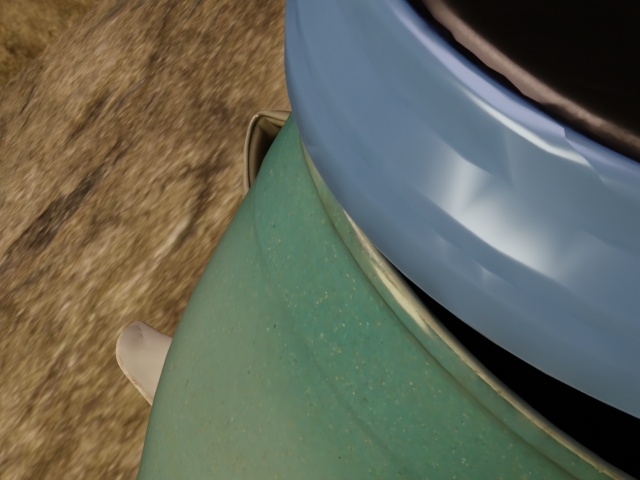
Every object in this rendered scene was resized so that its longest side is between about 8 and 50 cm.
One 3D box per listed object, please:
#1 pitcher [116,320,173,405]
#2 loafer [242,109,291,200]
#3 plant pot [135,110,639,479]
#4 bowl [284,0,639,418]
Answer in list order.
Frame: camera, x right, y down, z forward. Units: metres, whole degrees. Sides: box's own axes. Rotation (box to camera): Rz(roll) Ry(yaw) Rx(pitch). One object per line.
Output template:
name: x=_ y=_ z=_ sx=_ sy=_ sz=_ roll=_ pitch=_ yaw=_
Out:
pitcher: x=0.020 y=0.088 z=0.992 sx=0.207 sy=0.178 sz=0.125 roll=-22 pitch=-1 yaw=12
loafer: x=0.000 y=0.000 z=1.195 sx=0.112 sy=0.111 sz=0.319 roll=-45 pitch=20 yaw=7
plant pot: x=0.048 y=0.097 z=0.745 sx=0.255 sy=0.271 sz=0.272 roll=-55 pitch=15 yaw=29
bowl: x=0.185 y=-0.080 z=0.640 sx=0.391 sy=0.391 sz=0.077 roll=-73 pitch=-9 yaw=-50
